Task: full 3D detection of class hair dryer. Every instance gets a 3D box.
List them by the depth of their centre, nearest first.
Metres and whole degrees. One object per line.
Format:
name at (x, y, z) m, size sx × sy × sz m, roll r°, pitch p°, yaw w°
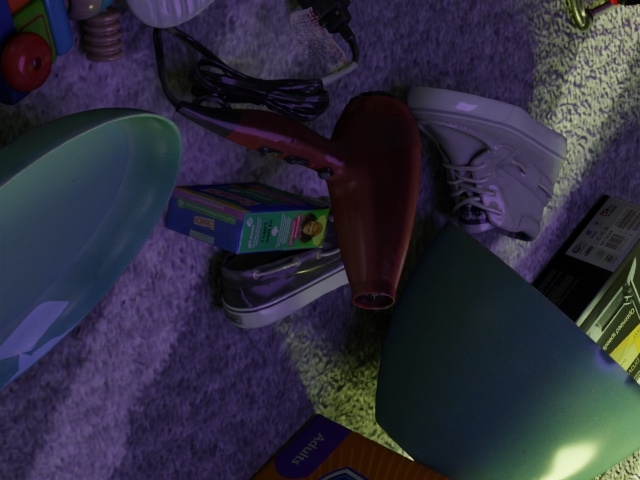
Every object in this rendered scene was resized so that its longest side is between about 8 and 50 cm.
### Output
hair dryer at (-0.012, -0.074, 1.494) m, size 0.224 × 0.080 × 0.293 m, roll -31°, pitch 89°, yaw -35°

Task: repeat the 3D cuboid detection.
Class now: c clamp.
c clamp at (0.312, -0.268, 1.884) m, size 0.161 × 0.022 × 0.137 m, roll -23°, pitch 124°, yaw -41°

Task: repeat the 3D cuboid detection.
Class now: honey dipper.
honey dipper at (-0.173, -0.216, 1.356) m, size 0.030 × 0.030 × 0.160 m, roll -25°, pitch 122°, yaw -40°

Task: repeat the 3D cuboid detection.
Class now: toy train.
toy train at (-0.224, -0.233, 1.237) m, size 0.143 × 0.105 × 0.248 m, roll -45°, pitch 137°, yaw -40°

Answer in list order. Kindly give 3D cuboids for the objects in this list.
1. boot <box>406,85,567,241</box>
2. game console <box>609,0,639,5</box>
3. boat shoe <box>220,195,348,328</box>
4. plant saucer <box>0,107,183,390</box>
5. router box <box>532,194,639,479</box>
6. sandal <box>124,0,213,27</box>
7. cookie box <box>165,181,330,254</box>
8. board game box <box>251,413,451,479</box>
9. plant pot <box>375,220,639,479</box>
boot at (0.161, -0.068, 1.744) m, size 0.258 × 0.095 × 0.123 m, roll 17°, pitch 84°, yaw -52°
game console at (0.477, -0.361, 1.812) m, size 0.342 × 0.060 × 0.386 m, roll -39°, pitch 167°, yaw 37°
boat shoe at (0.000, 0.000, 1.614) m, size 0.219 × 0.078 × 0.070 m, roll -33°, pitch 131°, yaw -32°
plant saucer at (-0.229, 0.017, 1.295) m, size 0.317 × 0.044 × 0.317 m, roll -44°, pitch 166°, yaw -14°
router box at (0.298, 0.141, 2.018) m, size 0.309 × 0.081 × 0.243 m, roll -49°, pitch 137°, yaw -21°
sandal at (-0.070, -0.280, 1.408) m, size 0.265 × 0.076 × 0.102 m, roll -45°, pitch 126°, yaw -11°
cookie box at (-0.062, -0.020, 1.523) m, size 0.107 × 0.092 × 0.040 m, roll -6°, pitch 109°, yaw -48°
board game box at (0.053, 0.455, 1.673) m, size 0.356 × 0.356 × 0.356 m, roll -44°, pitch 135°, yaw -27°
plant pot at (0.167, 0.149, 1.740) m, size 0.195 × 0.290 × 0.290 m, roll -48°, pitch 139°, yaw -1°
